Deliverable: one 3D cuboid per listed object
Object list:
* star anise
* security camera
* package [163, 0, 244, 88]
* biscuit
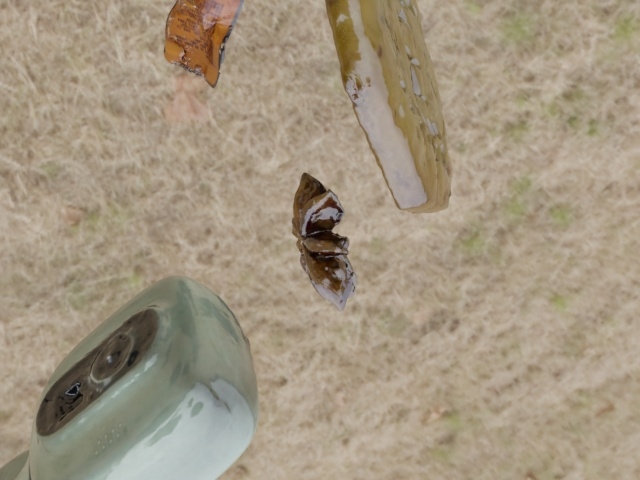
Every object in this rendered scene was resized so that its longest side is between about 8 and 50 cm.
[{"bbox_3d":[0.000,0.000,0.989,0.057,0.168,0.167,-20,137,-9],"label":"star anise"},{"bbox_3d":[-0.167,0.149,0.544,0.301,0.157,0.080,-41,124,9],"label":"security camera"},{"bbox_3d":[-0.084,-0.174,0.641,0.033,0.077,0.110,-11,130,-62],"label":"package"},{"bbox_3d":[0.072,-0.194,0.863,0.046,0.359,0.359,-13,141,16],"label":"biscuit"}]
